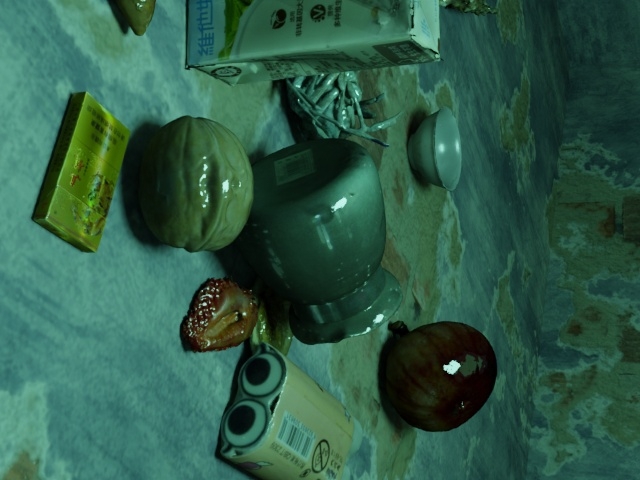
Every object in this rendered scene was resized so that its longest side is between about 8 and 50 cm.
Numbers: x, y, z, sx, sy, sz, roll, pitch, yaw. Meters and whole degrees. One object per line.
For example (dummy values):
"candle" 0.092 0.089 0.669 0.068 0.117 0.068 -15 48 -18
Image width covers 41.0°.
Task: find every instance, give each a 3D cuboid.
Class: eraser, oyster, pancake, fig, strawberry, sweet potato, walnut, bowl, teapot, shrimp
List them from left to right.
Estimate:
"sweet potato" -0.222 -0.349 0.992 0.065 0.051 0.218 -31 116 -58
"walnut" -0.149 -0.066 1.031 0.140 0.140 0.162 -14 115 -64
"strawberry" -0.130 0.104 1.155 0.152 0.048 0.104 -52 130 -58
"pancake" -0.076 0.118 1.288 0.151 0.025 0.152 -1 90 -65
"eraser" -0.034 0.288 1.288 0.290 0.087 0.171 49 55 -51
"teapot" -0.016 0.013 1.254 0.223 0.305 0.285 -34 120 -22
"shrimp" 0.008 -0.283 1.359 0.221 0.166 0.411 -38 110 -56
"bowl" 0.247 -0.199 1.907 0.189 0.086 0.189 13 75 -62
"fig" 0.237 0.266 1.716 0.214 0.235 0.235 -129 -154 -69
"oyster" 0.338 -0.656 2.139 0.396 0.111 0.204 -15 84 -63

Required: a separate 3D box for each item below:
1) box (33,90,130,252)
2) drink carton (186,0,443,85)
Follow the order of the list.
"box" -0.257 -0.074 0.934 0.089 0.022 0.156 46 48 -53
"drink carton" -0.007 -0.321 1.119 0.132 0.324 0.194 11 79 -64
